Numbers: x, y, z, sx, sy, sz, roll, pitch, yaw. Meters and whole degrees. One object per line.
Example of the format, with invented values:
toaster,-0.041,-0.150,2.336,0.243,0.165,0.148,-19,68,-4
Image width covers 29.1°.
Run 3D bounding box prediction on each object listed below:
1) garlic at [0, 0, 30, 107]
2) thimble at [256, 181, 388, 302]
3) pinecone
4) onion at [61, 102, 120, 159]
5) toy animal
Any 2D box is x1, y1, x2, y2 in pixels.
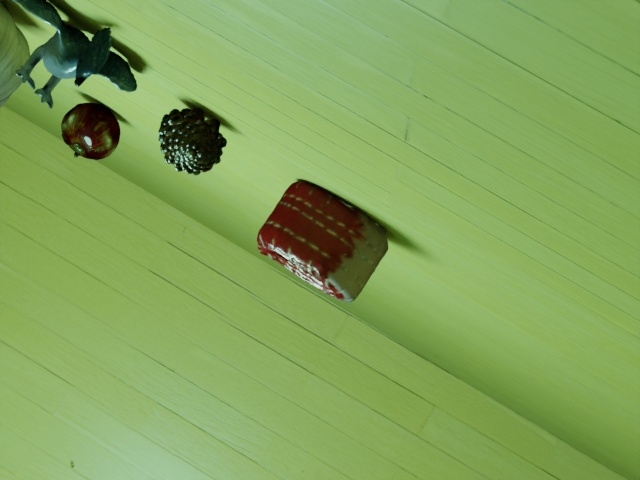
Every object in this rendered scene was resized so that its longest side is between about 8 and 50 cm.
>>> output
garlic,-0.609,-0.292,1.915,0.241,0.322,0.322,59,180,15
thimble,0.003,0.001,1.894,0.189,0.125,0.163,28,170,28
pinecone,-0.197,-0.153,1.816,0.109,0.102,0.102,39,179,37
onion,-0.445,-0.214,2.394,0.117,0.119,0.118,29,174,-9
toy animal,-0.336,-0.263,1.708,0.239,0.176,0.255,40,-156,-34
